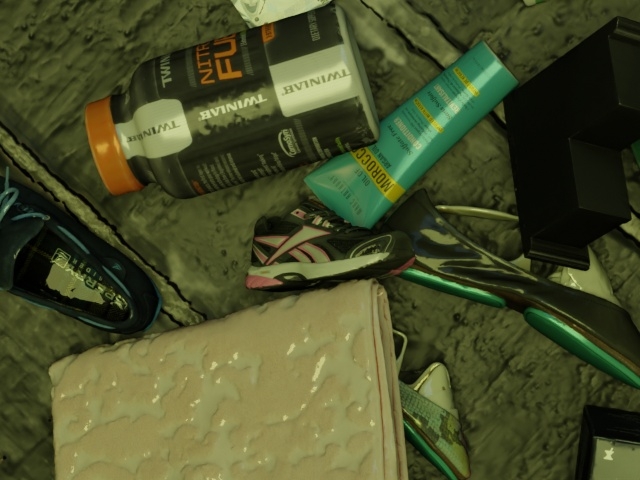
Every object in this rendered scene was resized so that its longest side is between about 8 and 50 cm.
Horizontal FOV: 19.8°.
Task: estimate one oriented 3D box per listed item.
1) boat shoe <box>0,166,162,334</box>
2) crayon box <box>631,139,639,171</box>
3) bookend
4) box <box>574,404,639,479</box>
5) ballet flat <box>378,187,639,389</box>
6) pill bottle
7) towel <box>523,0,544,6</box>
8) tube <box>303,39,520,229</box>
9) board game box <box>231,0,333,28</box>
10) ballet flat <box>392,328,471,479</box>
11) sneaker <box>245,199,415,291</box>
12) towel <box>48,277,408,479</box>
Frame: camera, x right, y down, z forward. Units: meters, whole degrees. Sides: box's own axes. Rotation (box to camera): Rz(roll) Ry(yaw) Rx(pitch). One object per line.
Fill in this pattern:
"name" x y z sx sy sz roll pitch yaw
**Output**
"boat shoe" -0.262 0.001 1.657 0.258 0.089 0.109 21 95 3
"crayon box" 0.413 0.015 1.564 0.203 0.083 0.323 -19 93 34
"bookend" 0.236 -0.080 1.546 0.072 0.157 0.156 12 60 -31
"box" 0.303 0.210 1.589 0.156 0.158 0.093 8 95 5
"ballet flat" 0.186 0.034 1.624 0.280 0.095 0.096 26 84 3
"pill bottle" -0.080 -0.113 1.614 0.246 0.130 0.130 -17 92 5
"towel" 0.292 -0.369 1.614 0.325 0.038 0.247 -20 93 4
"tube" 0.085 -0.093 1.645 0.207 0.052 0.080 -41 65 9
"board game box" -0.039 -0.235 1.657 0.090 0.020 0.090 -34 91 6
"ballet flat" 0.064 0.124 1.652 0.221 0.077 0.079 38 79 2
"sneaker" 0.000 0.000 1.618 0.178 0.072 0.077 -8 83 36
"towel" -0.084 0.212 1.576 0.332 0.053 0.317 -15 64 20
